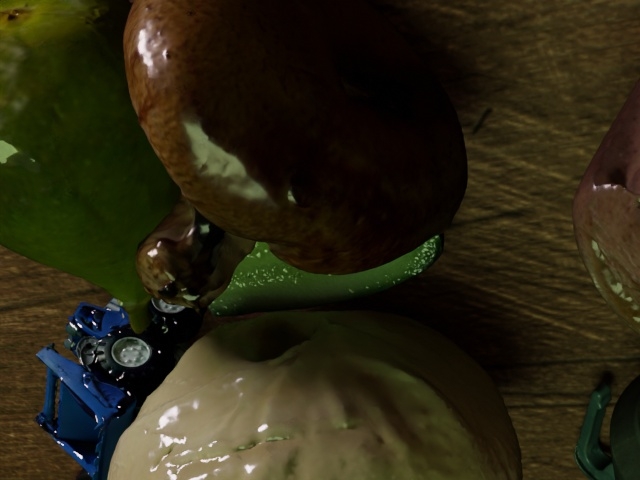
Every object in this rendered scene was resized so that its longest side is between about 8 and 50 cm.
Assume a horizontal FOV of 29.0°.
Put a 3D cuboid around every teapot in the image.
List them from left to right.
[{"bbox_3d":[0.314,0.213,1.090,0.203,0.171,0.225,43,151,30],"label":"teapot"}]

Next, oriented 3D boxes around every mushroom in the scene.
[{"bbox_3d":[-0.039,-0.093,0.891,0.254,0.267,0.267,-8,126,21],"label":"mushroom"}]

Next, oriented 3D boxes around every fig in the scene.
[{"bbox_3d":[-0.219,-0.075,1.031,0.233,0.233,0.314,20,152,7],"label":"fig"}]

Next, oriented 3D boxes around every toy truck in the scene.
[{"bbox_3d":[-0.201,0.126,1.197,0.126,0.208,0.113,20,134,5],"label":"toy truck"}]

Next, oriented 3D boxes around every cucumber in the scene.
[{"bbox_3d":[0.000,0.000,1.094,0.243,0.063,0.115,-4,121,27],"label":"cucumber"}]

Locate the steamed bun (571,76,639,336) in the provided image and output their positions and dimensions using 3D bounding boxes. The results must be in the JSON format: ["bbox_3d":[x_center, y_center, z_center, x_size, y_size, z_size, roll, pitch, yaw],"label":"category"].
[{"bbox_3d":[0.327,0.002,0.839,0.301,0.252,0.199,18,145,14],"label":"steamed bun"}]

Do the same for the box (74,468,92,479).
[{"bbox_3d":[-0.248,0.402,1.573,0.211,0.058,0.350,30,136,-4],"label":"box"}]

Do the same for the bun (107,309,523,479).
[{"bbox_3d":[-0.014,0.169,1.070,0.364,0.364,0.202,1,114,24],"label":"bun"}]
